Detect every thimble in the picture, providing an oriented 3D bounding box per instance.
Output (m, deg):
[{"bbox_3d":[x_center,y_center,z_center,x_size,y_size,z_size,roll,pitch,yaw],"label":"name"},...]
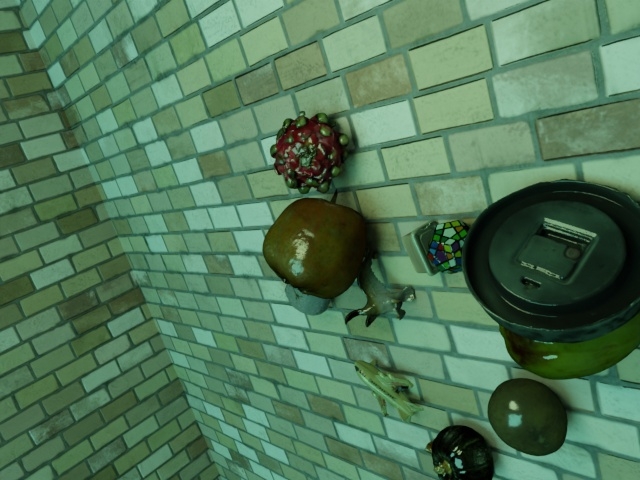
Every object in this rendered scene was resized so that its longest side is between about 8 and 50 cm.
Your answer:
[{"bbox_3d":[-0.035,0.158,1.656,0.151,0.127,0.117,45,138,27],"label":"thimble"}]

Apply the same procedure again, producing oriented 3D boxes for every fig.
[{"bbox_3d":[0.491,0.156,1.020,0.272,0.239,0.239,-1,116,14],"label":"fig"}]

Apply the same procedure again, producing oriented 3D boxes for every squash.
[{"bbox_3d":[0.397,0.616,1.453,0.193,0.156,0.193,-3,86,46],"label":"squash"}]

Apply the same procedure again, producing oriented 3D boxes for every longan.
[{"bbox_3d":[0.486,0.412,1.217,0.187,0.168,0.167,54,141,11],"label":"longan"}]

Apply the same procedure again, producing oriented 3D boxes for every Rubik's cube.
[{"bbox_3d":[0.310,0.016,1.203,0.133,0.133,0.111,-31,64,52],"label":"Rubik's cube"}]

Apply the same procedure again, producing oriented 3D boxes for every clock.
[{"bbox_3d":[0.424,0.030,0.939,0.325,0.325,0.067,18,157,40],"label":"clock"}]

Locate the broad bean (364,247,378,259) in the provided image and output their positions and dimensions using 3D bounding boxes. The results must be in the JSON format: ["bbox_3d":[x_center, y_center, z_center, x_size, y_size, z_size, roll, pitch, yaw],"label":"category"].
[{"bbox_3d":[0.049,0.022,1.548,0.298,0.043,0.060,2,124,46],"label":"broad bean"}]

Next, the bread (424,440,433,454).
[{"bbox_3d":[0.365,0.652,1.597,0.083,0.047,0.036,21,97,36],"label":"bread"}]

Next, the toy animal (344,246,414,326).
[{"bbox_3d":[0.151,0.168,1.409,0.160,0.197,0.272,6,122,34],"label":"toy animal"}]

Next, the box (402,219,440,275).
[{"bbox_3d":[0.261,0.021,1.284,0.062,0.089,0.122,-16,101,62],"label":"box"}]

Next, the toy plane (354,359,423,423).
[{"bbox_3d":[0.206,0.457,1.609,0.244,0.092,0.228,45,141,19],"label":"toy plane"}]

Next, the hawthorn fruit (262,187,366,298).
[{"bbox_3d":[0.000,0.000,1.395,0.268,0.268,0.300,23,85,38],"label":"hawthorn fruit"}]

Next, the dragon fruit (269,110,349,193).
[{"bbox_3d":[-0.043,-0.219,1.378,0.218,0.198,0.273,48,142,1],"label":"dragon fruit"}]
